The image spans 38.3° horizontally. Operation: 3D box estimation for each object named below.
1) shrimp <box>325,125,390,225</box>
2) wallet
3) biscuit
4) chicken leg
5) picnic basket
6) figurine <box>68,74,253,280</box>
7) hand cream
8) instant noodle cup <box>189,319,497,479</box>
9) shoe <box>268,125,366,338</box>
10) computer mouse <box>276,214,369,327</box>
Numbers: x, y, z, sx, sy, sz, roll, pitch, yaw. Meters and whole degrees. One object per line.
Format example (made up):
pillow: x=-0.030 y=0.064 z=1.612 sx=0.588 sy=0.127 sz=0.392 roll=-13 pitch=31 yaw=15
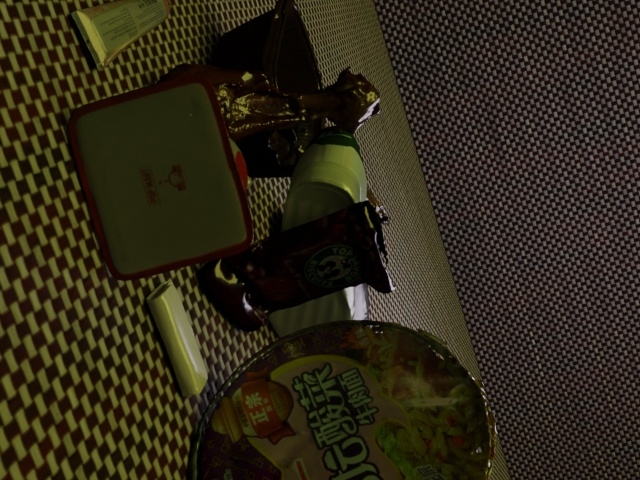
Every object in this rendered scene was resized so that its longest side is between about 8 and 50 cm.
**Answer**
shrimp: x=0.056 y=-0.135 z=1.943 sx=0.289 sy=0.075 sz=0.178 roll=43 pitch=31 yaw=-41
wallet: x=-0.158 y=0.109 z=1.030 sx=0.061 sy=0.025 sz=0.122 roll=-72 pitch=145 yaw=-74
biscuit: x=-0.023 y=0.039 z=1.187 sx=0.151 sy=0.235 sz=0.063 roll=63 pitch=12 yaw=-49
chicken leg: x=-0.066 y=-0.170 z=1.187 sx=0.093 sy=0.304 sz=0.113 roll=161 pitch=-75 yaw=-69
picnic basket: x=-0.082 y=-0.219 z=1.396 sx=0.297 sy=0.129 sz=0.223 roll=-84 pitch=156 yaw=-50
figurine: x=-0.147 y=-0.073 z=1.025 sx=0.226 sy=0.160 sz=0.184 roll=-44 pitch=119 yaw=-81
hand cream: x=-0.229 y=-0.257 z=1.086 sx=0.210 sy=0.043 sz=0.067 roll=-59 pitch=131 yaw=-61
instant noodle cup: x=0.048 y=0.300 z=1.069 sx=0.340 sy=0.339 sz=0.266 roll=-88 pitch=166 yaw=-45
shoe: x=0.000 y=0.000 z=1.315 sx=0.363 sy=0.131 sz=0.160 roll=96 pitch=5 yaw=-46
computer mouse: x=0.017 y=0.088 z=1.503 sx=0.183 sy=0.116 sz=0.324 roll=-24 pitch=99 yaw=-71
